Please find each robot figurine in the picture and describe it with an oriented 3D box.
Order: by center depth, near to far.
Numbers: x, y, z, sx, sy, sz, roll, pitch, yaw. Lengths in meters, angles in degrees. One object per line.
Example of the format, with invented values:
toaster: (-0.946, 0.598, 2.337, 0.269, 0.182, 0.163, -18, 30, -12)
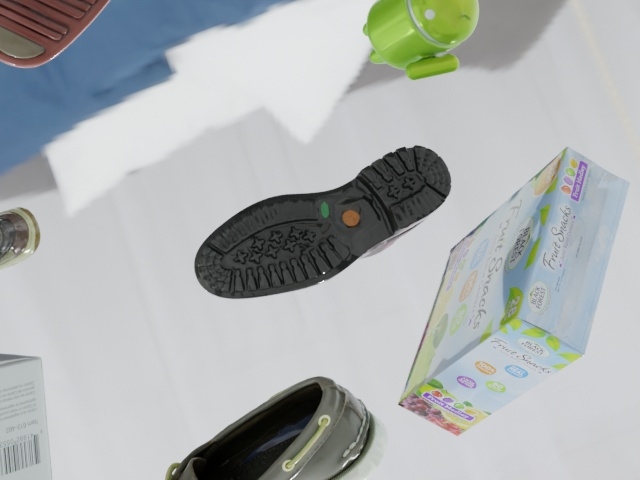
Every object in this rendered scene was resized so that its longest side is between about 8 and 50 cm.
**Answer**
robot figurine: (0.083, -0.182, 1.312, 0.067, 0.101, 0.115, -6, 169, -36)

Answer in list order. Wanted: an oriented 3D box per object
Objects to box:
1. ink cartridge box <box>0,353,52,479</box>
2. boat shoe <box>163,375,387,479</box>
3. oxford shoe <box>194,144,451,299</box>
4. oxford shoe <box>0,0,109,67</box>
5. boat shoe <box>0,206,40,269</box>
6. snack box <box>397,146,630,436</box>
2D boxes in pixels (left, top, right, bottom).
ink cartridge box: (-0.223, 0.162, 0.929, 0.072, 0.175, 0.127, 1, -172, 37)
boat shoe: (-0.089, 0.223, 1.436, 0.305, 0.109, 0.091, -33, 125, 11)
oxford shoe: (0.000, 0.000, 1.345, 0.227, 0.083, 0.096, -20, 167, -16)
oxford shoe: (-0.211, -0.311, 1.493, 0.348, 0.123, 0.130, -62, -172, -8)
boat shoe: (-0.285, 0.016, 1.220, 0.152, 0.056, 0.049, -30, 166, 21)
snack box: (0.158, 0.046, 1.324, 0.070, 0.174, 0.207, 29, 146, -12)
